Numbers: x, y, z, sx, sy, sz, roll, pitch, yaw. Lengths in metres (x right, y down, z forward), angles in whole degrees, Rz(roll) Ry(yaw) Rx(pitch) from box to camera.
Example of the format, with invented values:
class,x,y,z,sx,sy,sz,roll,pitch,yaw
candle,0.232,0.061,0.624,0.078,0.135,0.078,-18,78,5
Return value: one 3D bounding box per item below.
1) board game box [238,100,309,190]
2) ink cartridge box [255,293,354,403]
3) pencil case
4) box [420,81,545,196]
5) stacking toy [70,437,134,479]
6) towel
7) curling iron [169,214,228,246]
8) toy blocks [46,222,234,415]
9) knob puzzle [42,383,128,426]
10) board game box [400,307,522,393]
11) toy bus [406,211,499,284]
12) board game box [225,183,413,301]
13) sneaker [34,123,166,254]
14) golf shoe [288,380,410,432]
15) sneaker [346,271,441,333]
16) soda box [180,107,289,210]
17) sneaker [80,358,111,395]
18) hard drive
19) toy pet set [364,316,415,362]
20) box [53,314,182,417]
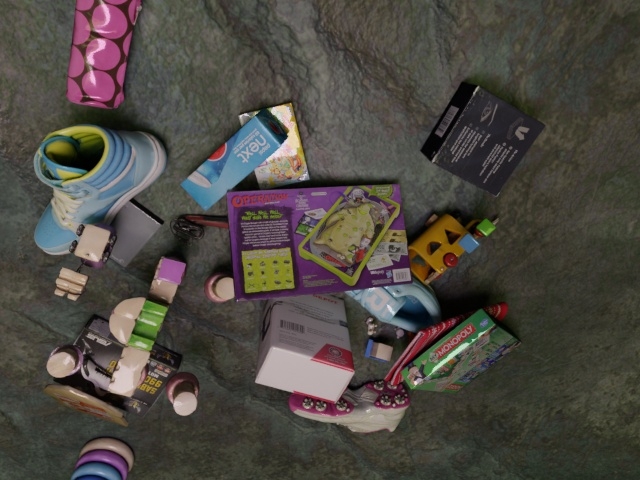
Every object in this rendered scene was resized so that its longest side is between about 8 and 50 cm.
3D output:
class,x,y,z,sx,sy,sz,roll,pitch,yaw
board game box,-0.088,-0.183,0.878,0.104,0.026,0.154,-13,115,3
ink cartridge box,-0.035,0.204,0.949,0.172,0.237,0.100,19,115,-13
pencil case,-0.367,-0.330,0.759,0.098,0.095,0.209,8,118,-30
box,0.307,-0.195,0.864,0.158,0.093,0.156,24,111,-13
stacking toy,-0.563,0.649,1.067,0.141,0.330,0.141,-2,115,-3
towel,0.286,0.229,1.001,0.275,0.031,0.198,-9,138,-33
curling iron,-0.174,-0.021,0.940,0.274,0.035,0.068,0,78,-8
toy blocks,-0.356,0.153,0.903,0.309,0.260,0.288,22,79,-17
knob puzzle,-0.533,0.358,1.014,0.213,0.030,0.213,12,143,10
board game box,0.330,0.261,1.008,0.213,0.046,0.317,-42,145,13
toy bus,0.263,-0.005,0.940,0.104,0.202,0.191,46,115,10
board game box,0.000,0.000,0.869,0.347,0.056,0.208,-4,86,-14
sneaker,-0.446,-0.090,0.787,0.319,0.208,0.127,-42,83,10
golf shoe,0.071,0.436,1.135,0.307,0.115,0.140,3,118,-4
sneaker,0.117,0.091,0.951,0.366,0.150,0.135,24,109,-16
soda box,-0.163,-0.150,0.843,0.210,0.067,0.071,-35,107,24
sneaker,-0.500,0.304,1.012,0.044,0.040,0.109,-18,123,1
hard drive,-0.408,-0.018,0.936,0.094,0.022,0.135,40,107,-20
toy pet set,0.158,0.236,1.087,0.122,0.065,0.114,20,77,-16
box,-0.478,0.303,1.063,0.231,0.056,0.183,32,108,-17
